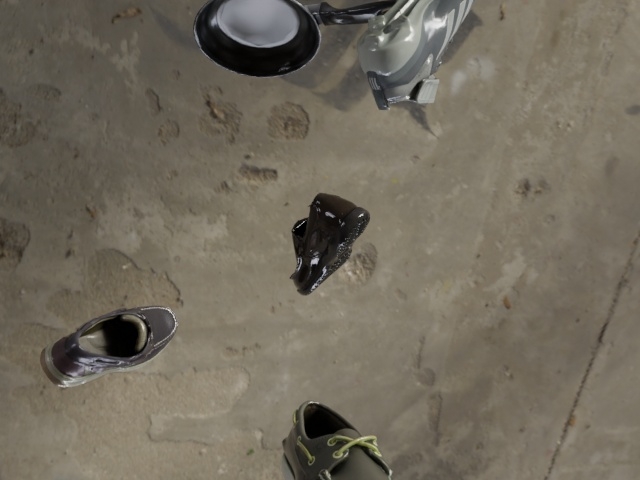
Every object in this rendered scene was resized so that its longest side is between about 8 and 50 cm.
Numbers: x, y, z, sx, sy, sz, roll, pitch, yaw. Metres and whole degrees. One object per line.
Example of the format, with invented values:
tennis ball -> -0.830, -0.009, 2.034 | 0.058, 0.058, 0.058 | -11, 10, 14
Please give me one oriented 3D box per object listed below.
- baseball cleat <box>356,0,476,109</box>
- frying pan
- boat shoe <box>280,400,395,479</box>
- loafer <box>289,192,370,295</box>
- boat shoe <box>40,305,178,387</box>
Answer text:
baseball cleat -> 0.106, -0.206, 0.657 | 0.206, 0.072, 0.109 | -44, 136, -27
frying pan -> -0.049, -0.341, 0.977 | 0.326, 0.053, 0.197 | -20, 149, 38
boat shoe -> 0.021, 0.264, 0.766 | 0.109, 0.305, 0.091 | 10, 86, -16
loafer -> 0.000, 0.000, 0.881 | 0.080, 0.078, 0.220 | -40, 170, -33
boat shoe -> -0.323, 0.162, 1.086 | 0.092, 0.285, 0.103 | -30, 82, 26
